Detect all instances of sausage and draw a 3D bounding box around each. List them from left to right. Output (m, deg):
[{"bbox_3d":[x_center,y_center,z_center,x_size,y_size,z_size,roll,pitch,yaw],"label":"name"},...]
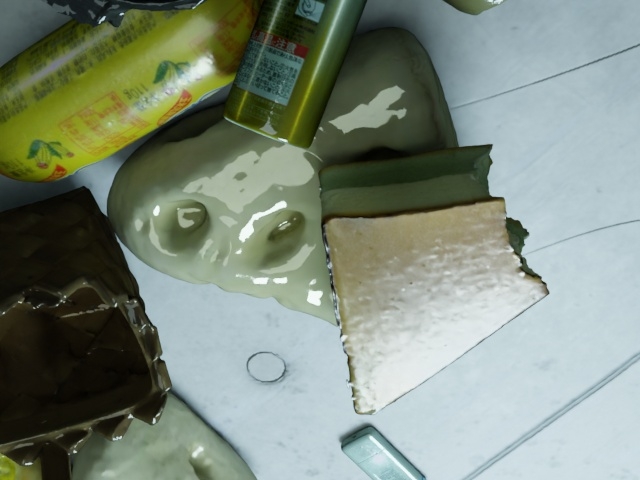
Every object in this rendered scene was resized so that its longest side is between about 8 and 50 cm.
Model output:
[{"bbox_3d":[-0.186,-0.152,0.952,0.347,0.123,0.123,-28,118,18],"label":"sausage"}]

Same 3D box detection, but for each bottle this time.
[{"bbox_3d":[0.005,-0.222,0.864,0.082,0.082,0.286,20,98,-10],"label":"bottle"}]

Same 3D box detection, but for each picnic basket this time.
[{"bbox_3d":[-0.293,0.133,0.994,0.291,0.321,0.254,-15,136,-2],"label":"picnic basket"}]

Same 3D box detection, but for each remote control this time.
[{"bbox_3d":[0.080,0.277,1.283,0.053,0.018,0.124,-34,115,23],"label":"remote control"}]

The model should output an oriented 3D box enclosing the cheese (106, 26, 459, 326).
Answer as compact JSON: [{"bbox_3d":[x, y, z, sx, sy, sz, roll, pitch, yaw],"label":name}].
[{"bbox_3d":[0.000,0.000,1.036,0.351,0.129,0.328,-24,117,14],"label":"cheese"}]

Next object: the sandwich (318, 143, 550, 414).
[{"bbox_3d":[0.101,0.038,0.925,0.186,0.108,0.220,-7,122,3],"label":"sandwich"}]

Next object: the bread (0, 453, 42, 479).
[{"bbox_3d":[-0.465,0.335,1.259,0.333,0.160,0.333,1,126,1],"label":"bread"}]

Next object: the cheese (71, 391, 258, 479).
[{"bbox_3d":[-0.226,0.293,1.220,0.251,0.173,0.247,-17,122,19],"label":"cheese"}]

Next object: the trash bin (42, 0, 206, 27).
[{"bbox_3d":[-0.106,-0.309,0.741,0.203,0.301,0.252,23,121,-12],"label":"trash bin"}]

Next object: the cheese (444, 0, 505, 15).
[{"bbox_3d":[0.160,-0.282,0.875,0.202,0.091,0.175,-37,115,24],"label":"cheese"}]
